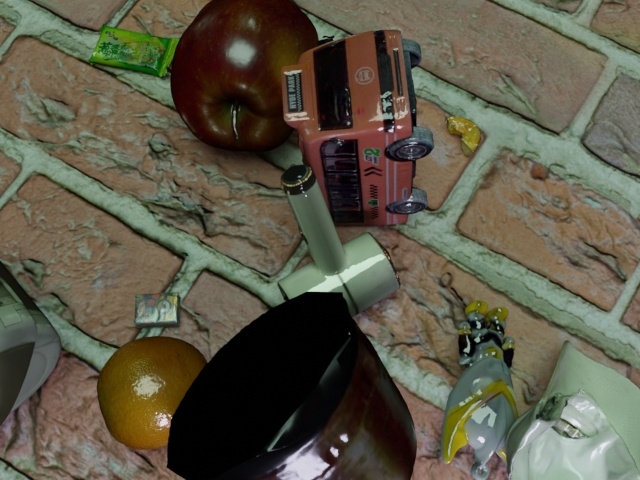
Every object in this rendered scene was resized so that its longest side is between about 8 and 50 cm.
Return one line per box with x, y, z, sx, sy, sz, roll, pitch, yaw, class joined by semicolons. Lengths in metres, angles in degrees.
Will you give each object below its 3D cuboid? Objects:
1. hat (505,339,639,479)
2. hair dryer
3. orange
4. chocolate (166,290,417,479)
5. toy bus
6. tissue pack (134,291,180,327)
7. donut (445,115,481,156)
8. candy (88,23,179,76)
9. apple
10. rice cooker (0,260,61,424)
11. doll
0.432;0.323;1.509;0.258;0.168;0.301;35;48;-13;hat
0.000;0.000;1.524;0.203;0.362;0.128;-29;41;-8;hair dryer
-0.288;0.263;1.517;0.206;0.206;0.206;-1;70;1;orange
-0.013;0.321;1.388;0.383;0.383;0.331;-45;111;-13;chocolate
0.070;-0.183;1.540;0.233;0.427;0.203;-6;69;3;toy bus
-0.308;0.132;1.643;0.083;0.035;0.063;-2;70;3;tissue pack
0.284;-0.211;1.748;0.083;0.038;0.067;21;75;14;donut
-0.396;-0.404;1.839;0.178;0.032;0.102;12;71;6;candy
-0.144;-0.332;1.677;0.288;0.288;0.317;11;55;6;apple
-0.634;0.176;1.490;0.335;0.335;0.325;-41;73;-12;rice cooker
0.296;0.267;1.546;0.103;0.145;0.316;-14;58;36;doll
